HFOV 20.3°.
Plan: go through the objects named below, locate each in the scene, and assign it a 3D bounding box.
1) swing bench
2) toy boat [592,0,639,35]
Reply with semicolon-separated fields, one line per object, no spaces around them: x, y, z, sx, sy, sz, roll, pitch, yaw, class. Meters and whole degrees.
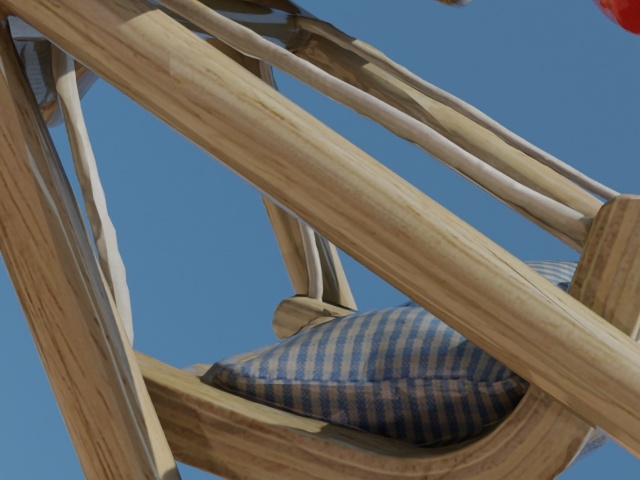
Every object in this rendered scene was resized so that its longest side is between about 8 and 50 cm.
0.000;0.000;0.480;0.165;0.253;0.254;-39;-94;12;swing bench
0.179;-0.231;0.671;0.318;0.267;0.148;-51;-141;29;toy boat
